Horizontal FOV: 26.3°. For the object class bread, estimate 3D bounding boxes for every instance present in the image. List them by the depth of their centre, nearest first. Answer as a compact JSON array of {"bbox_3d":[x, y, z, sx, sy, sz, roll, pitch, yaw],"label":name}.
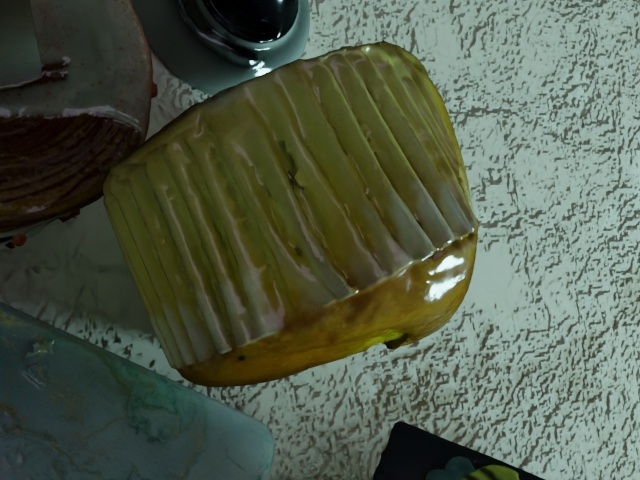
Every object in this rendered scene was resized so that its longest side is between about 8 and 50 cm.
[{"bbox_3d":[-0.200,-0.099,0.757,0.212,0.142,0.224,38,56,-18],"label":"bread"},{"bbox_3d":[0.000,0.000,0.797,0.204,0.288,0.156,-25,86,1],"label":"bread"}]

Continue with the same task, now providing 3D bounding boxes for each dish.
[{"bbox_3d":[-0.051,-0.174,0.936,0.141,0.078,0.141,12,68,-33],"label":"dish"}]

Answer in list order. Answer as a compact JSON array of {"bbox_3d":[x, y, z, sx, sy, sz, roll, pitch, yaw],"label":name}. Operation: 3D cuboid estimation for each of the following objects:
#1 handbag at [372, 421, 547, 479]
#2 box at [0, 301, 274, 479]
[{"bbox_3d":[0.114,0.295,0.785,0.329,0.122,0.303,23,68,7],"label":"handbag"},{"bbox_3d":[-0.158,0.122,0.781,0.285,0.044,0.142,28,64,-27],"label":"box"}]
